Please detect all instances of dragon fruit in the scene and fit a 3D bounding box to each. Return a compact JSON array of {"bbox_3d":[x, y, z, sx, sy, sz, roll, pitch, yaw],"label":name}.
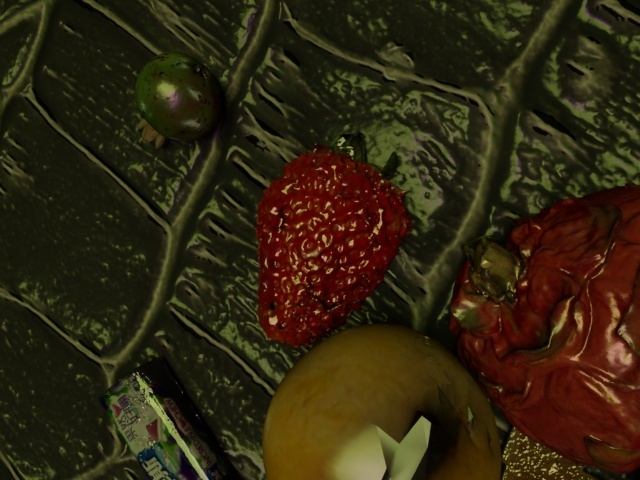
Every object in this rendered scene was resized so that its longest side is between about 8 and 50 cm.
[{"bbox_3d":[0.235,0.078,0.472,0.205,0.152,0.316,8,87,16],"label":"dragon fruit"}]

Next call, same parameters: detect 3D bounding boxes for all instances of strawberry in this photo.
[{"bbox_3d":[0.000,0.000,0.557,0.189,0.106,0.285,19,94,14],"label":"strawberry"}]

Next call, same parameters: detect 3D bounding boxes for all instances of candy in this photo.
[{"bbox_3d":[-0.172,0.303,0.615,0.088,0.061,0.312,-39,81,12],"label":"candy"}]

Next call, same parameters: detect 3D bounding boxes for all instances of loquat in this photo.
[{"bbox_3d":[0.061,0.199,0.479,0.235,0.235,0.234,0,89,13],"label":"loquat"}]

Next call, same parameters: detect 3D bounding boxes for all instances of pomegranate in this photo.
[{"bbox_3d":[-0.191,-0.172,0.609,0.142,0.115,0.114,-36,81,35],"label":"pomegranate"}]

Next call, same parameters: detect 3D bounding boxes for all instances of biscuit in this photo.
[{"bbox_3d":[0.255,0.266,0.539,0.120,0.019,0.129,-23,84,12],"label":"biscuit"}]
